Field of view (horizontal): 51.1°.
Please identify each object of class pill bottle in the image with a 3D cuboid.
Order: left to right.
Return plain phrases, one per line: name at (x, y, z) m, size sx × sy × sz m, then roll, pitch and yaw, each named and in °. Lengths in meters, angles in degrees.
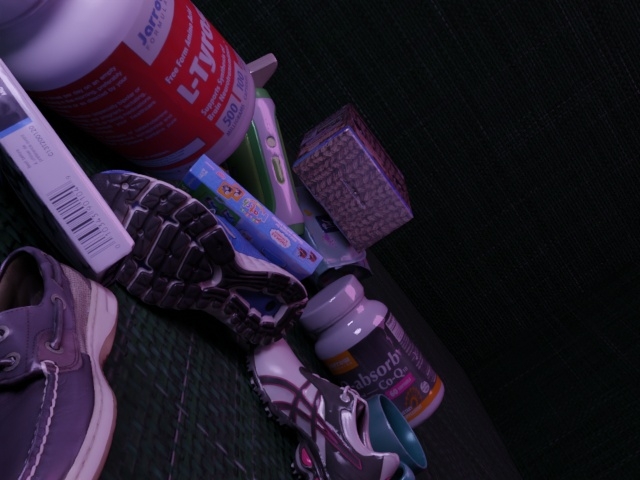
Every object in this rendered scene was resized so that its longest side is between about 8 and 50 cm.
pill bottle at (-0.270, -0.253, 0.858) m, size 0.229 × 0.229 × 0.408 m, roll 59°, pitch 10°, yaw 28°
pill bottle at (0.089, 0.210, 1.235) m, size 0.278 × 0.162 × 0.162 m, roll 53°, pitch 9°, yaw -7°

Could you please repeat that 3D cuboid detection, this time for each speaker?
speaker at (-0.121, -0.141, 1.318) m, size 0.131 × 0.131 × 0.296 m, roll -7°, pitch 82°, yaw -80°

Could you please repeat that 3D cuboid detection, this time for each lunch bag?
lunch bag at (0.000, 0.000, 1.536) m, size 0.223 × 0.160 × 0.262 m, roll 62°, pitch 6°, yaw 18°

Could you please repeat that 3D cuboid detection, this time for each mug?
mug at (0.083, 0.313, 1.006) m, size 0.129 × 0.097 × 0.158 m, roll 56°, pitch 9°, yaw 10°

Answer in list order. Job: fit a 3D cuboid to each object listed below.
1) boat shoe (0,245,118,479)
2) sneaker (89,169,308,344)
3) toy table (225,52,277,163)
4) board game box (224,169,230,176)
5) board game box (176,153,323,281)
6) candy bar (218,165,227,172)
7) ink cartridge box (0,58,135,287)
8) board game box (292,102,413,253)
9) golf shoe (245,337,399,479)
boat shoe at (-0.190, 0.087, 0.420) m, size 0.092 × 0.103 × 0.285 m, roll 45°, pitch 8°, yaw -25°
sneaker at (-0.163, 0.018, 0.829) m, size 0.147 × 0.129 × 0.330 m, roll 34°, pitch -5°, yaw 46°
toy table at (-0.200, -0.307, 1.500) m, size 0.274 × 0.252 × 0.161 m, roll 48°, pitch -10°, yaw 20°
board game box at (-0.149, -0.084, 1.473) m, size 0.154 × 0.026 × 0.103 m, roll 63°, pitch 10°, yaw 6°
board game box at (-0.116, -0.011, 0.949) m, size 0.211 × 0.039 × 0.160 m, roll 40°, pitch -31°, yaw -10°
candy bar at (-0.218, -0.147, 1.440) m, size 0.040 × 0.018 × 0.161 m, roll 59°, pitch 10°, yaw 21°
ink cartridge box at (-0.254, -0.045, 0.610) m, size 0.206 × 0.045 × 0.208 m, roll 54°, pitch -24°, yaw -2°
board game box at (0.073, -0.147, 1.473) m, size 0.232 × 0.141 × 0.291 m, roll 52°, pitch 16°, yaw -16°
golf shoe at (-0.002, 0.214, 0.868) m, size 0.272 × 0.120 × 0.105 m, roll 58°, pitch 11°, yaw 30°
